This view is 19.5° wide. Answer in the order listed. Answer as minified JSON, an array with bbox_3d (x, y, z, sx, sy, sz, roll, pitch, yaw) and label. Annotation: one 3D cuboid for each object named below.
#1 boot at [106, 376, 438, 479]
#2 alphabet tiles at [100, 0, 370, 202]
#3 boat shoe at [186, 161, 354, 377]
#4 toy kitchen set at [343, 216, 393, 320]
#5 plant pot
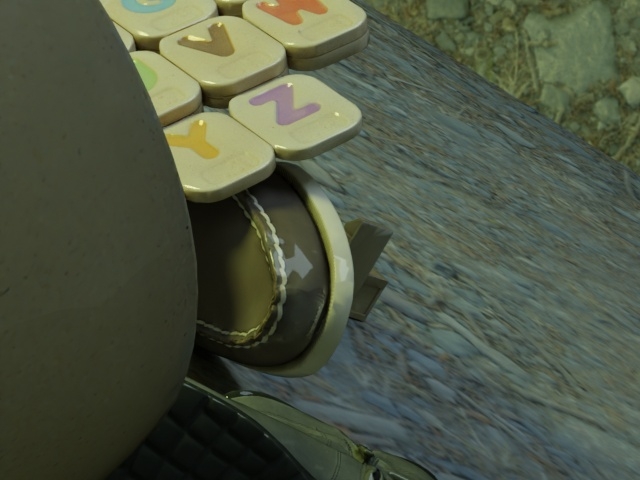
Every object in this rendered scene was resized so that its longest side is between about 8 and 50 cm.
[{"bbox_3d":[-0.031,0.108,0.831,0.246,0.083,0.161,31,6,-22],"label":"boot"},{"bbox_3d":[-0.120,-0.094,1.043,0.284,0.021,0.278,-27,41,-25],"label":"alphabet tiles"},{"bbox_3d":[-0.091,-0.021,1.050,0.097,0.116,0.324,15,17,-34],"label":"boat shoe"},{"bbox_3d":[0.000,0.000,1.244,0.083,0.068,0.075,18,19,-42],"label":"toy kitchen set"},{"bbox_3d":[-0.201,0.013,0.477,0.284,0.284,0.191,34,49,10],"label":"plant pot"}]
